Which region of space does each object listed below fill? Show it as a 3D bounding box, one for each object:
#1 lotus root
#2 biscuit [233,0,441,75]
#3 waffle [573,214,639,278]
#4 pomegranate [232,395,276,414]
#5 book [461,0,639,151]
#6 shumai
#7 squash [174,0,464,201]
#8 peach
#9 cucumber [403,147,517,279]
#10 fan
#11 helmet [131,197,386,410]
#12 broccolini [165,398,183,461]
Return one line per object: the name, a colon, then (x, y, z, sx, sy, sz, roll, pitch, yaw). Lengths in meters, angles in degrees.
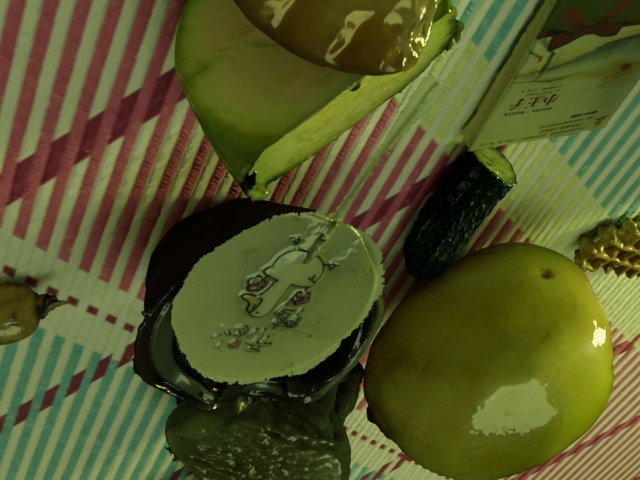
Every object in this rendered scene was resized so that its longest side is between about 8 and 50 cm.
lotus root: (-0.350, 0.083, 1.625, 0.151, 0.063, 0.072, -12, 142, -12)
biscuit: (0.016, -0.272, 1.105, 0.213, 0.091, 0.274, 20, 112, -4)
waffle: (0.437, 0.016, 2.123, 0.192, 0.046, 0.161, -12, 152, -18)
pomegranate: (-0.063, 0.120, 1.804, 0.148, 0.169, 0.149, -2, 108, -6)
book: (0.289, -0.203, 1.620, 0.201, 0.026, 0.289, -11, 151, -25)
shumai: (-0.064, 0.233, 2.012, 0.260, 0.222, 0.225, -3, 135, 16)
squash: (0.010, -0.123, 1.344, 0.233, 0.210, 0.309, -38, 149, -6)
peach: (0.220, 0.162, 1.938, 0.315, 0.282, 0.314, -26, 174, -16)
cucumber: (0.157, -0.027, 1.797, 0.077, 0.077, 0.265, -6, 150, -29)
fan: (0.000, 0.001, 1.499, 0.233, 0.012, 0.415, 12, 123, -36)
helmet: (-0.084, 0.049, 1.635, 0.305, 0.177, 0.225, 11, 125, -33)
broccolini: (-0.183, 0.233, 2.066, 0.054, 0.051, 0.239, -10, 144, -16)
